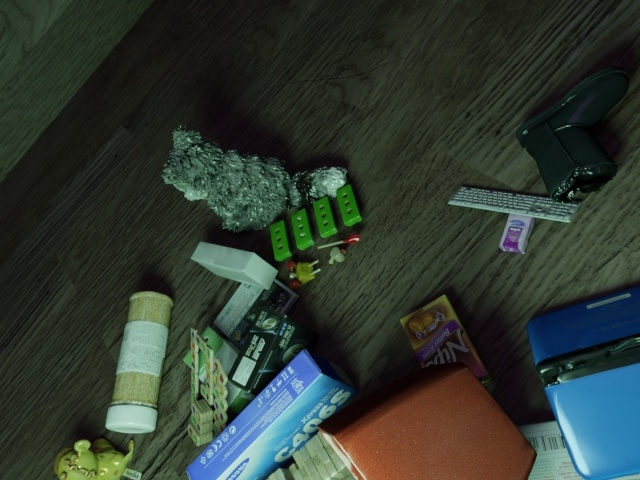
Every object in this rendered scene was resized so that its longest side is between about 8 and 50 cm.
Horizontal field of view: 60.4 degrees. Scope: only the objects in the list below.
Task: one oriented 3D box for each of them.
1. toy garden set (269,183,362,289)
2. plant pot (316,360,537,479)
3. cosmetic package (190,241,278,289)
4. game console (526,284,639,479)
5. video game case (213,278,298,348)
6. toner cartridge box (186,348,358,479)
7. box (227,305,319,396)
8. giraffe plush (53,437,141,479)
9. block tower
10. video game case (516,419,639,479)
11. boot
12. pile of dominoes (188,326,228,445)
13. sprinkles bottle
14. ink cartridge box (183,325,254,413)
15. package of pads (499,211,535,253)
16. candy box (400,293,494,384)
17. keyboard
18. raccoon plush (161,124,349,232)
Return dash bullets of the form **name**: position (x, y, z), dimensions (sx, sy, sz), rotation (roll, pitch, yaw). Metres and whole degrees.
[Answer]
- **toy garden set**: position (0.000, 0.000, 1.366), dimensions (0.244, 0.049, 0.203), rotation (-27, 52, 18)
- **plant pot**: position (0.177, 0.343, 0.892), dimensions (0.236, 0.267, 0.267), rotation (-36, 81, -13)
- **cosmetic package**: position (-0.225, 0.061, 1.419), dimensions (0.239, 0.099, 0.060), rotation (9, 68, 45)
- **game console**: position (0.517, 0.211, 0.892), dimensions (0.293, 0.173, 0.250), rotation (-21, 14, 20)
- **video game case**: position (-0.165, 0.176, 1.391), dimensions (0.173, 0.022, 0.190), rotation (32, 84, 41)
- **toner cartridge box**: position (-0.094, 0.388, 1.134), dimensions (0.348, 0.165, 0.075), rotation (-46, 50, 4)
- **box**: position (-0.102, 0.258, 1.222), dimensions (0.078, 0.147, 0.180), rotation (15, 73, 38)
- **giraffe plush**: position (-0.575, 0.561, 1.345), dimensions (0.210, 0.170, 0.181), rotation (-16, 57, 25)
- **block tower**: position (-0.026, 0.478, 1.088), dimensions (0.335, 0.097, 0.091), rotation (-44, 50, 7)
- **video game case**: position (0.472, 0.416, 0.835), dimensions (0.329, 0.036, 0.299), rotation (-18, 56, 23)
- **boot**: position (0.537, -0.204, 1.094), dimensions (0.247, 0.094, 0.207), rotation (-34, 47, 22)
- **pile of dominoes**: position (-0.269, 0.350, 1.248), dimensions (0.196, 0.040, 0.251), rotation (30, 122, 50)
- **sprinkles bottle**: position (-0.470, 0.314, 1.446), dimensions (0.121, 0.121, 0.355), rotation (-15, 58, 26)
- **ink cartridge box**: position (-0.231, 0.310, 1.332), dimensions (0.209, 0.062, 0.109), rotation (31, 84, 40)
- **package of pads**: position (0.401, -0.017, 1.122), dimensions (0.050, 0.032, 0.083), rotation (11, 71, 40)
- **candy box**: position (0.246, 0.213, 1.083), dimensions (0.109, 0.053, 0.186), rotation (-33, 53, 13)
- **keyboard**: position (0.398, -0.078, 1.147), dimensions (0.256, 0.014, 0.072), rotation (13, 37, 37)
- **raccoon plush**: position (-0.187, -0.201, 1.432), dimensions (0.447, 0.299, 0.216), rotation (-20, 55, 22)
